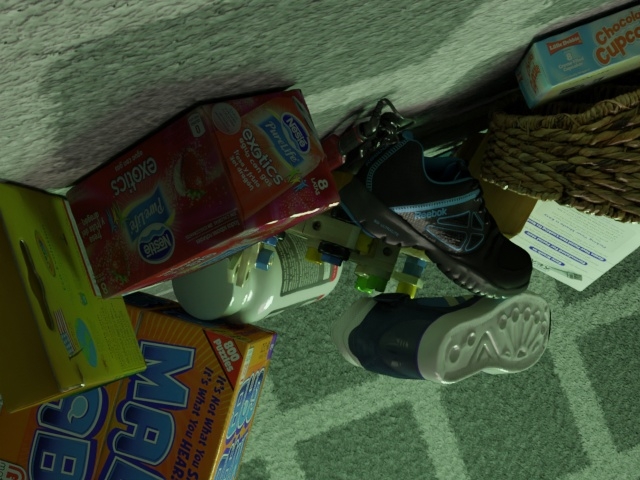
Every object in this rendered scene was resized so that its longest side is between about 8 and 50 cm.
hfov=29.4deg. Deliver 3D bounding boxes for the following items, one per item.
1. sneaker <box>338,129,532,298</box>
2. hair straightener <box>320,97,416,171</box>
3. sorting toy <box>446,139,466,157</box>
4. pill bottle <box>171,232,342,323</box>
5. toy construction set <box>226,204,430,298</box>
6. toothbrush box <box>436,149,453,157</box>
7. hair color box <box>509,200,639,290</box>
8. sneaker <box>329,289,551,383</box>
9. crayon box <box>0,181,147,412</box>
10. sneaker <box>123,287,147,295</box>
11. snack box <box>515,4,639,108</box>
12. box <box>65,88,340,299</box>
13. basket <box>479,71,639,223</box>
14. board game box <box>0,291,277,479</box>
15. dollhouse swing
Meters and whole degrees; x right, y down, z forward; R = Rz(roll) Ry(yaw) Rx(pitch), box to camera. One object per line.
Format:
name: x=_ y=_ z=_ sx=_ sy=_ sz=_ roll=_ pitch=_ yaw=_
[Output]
sneaker: x=0.188 y=-0.027 z=1.645 sx=0.340 sy=0.125 sz=0.140 roll=25 pitch=109 yaw=-37
hair straightener: x=0.058 y=-0.133 z=1.491 sx=0.089 sy=0.047 sz=0.230 roll=-19 pitch=172 yaw=-19
sorting toy: x=0.235 y=-0.134 z=2.138 sx=0.075 sy=0.045 sz=0.083 roll=-42 pitch=-176 yaw=-20
pill bottle: x=-0.111 y=0.048 z=2.119 sx=0.176 sy=0.176 sz=0.318 roll=-22 pitch=175 yaw=32
toy construction set: x=0.000 y=0.000 z=1.831 sx=0.327 sy=0.151 sz=0.215 roll=3 pitch=173 yaw=9
toothbrush box: x=0.346 y=-0.135 z=2.263 sx=0.295 sy=0.126 sz=0.216 roll=-22 pitch=175 yaw=36
hair color box: x=0.417 y=-0.048 z=1.953 sx=0.110 sy=0.185 sz=0.339 roll=-63 pitch=-179 yaw=-23
sneaker: x=0.164 y=0.123 z=1.786 sx=0.236 sy=0.130 sz=0.322 roll=10 pitch=-167 yaw=40
crayon box: x=-0.272 y=0.055 z=1.203 sx=0.081 sy=0.202 sz=0.318 roll=-20 pitch=175 yaw=3
sneaker: x=-0.290 y=0.039 z=1.786 sx=0.237 sy=0.085 sz=0.086 roll=-13 pitch=180 yaw=-37
snack box: x=0.398 y=-0.245 z=1.435 sx=0.321 sy=0.060 sz=0.187 roll=-20 pitch=177 yaw=1
box: x=-0.119 y=-0.041 z=1.183 sx=0.128 sy=0.123 sz=0.256 roll=-18 pitch=176 yaw=-43
basket: x=0.339 y=-0.155 z=1.592 sx=0.213 sy=0.223 sz=0.299 roll=13 pitch=-172 yaw=-13
board game box: x=-0.310 y=0.284 z=2.081 sx=0.356 sy=0.357 sz=0.356 roll=16 pitch=180 yaw=6
dollhouse swing: x=0.189 y=-0.137 z=1.928 sx=0.315 sy=0.305 sz=0.347 roll=-61 pitch=179 yaw=-5
